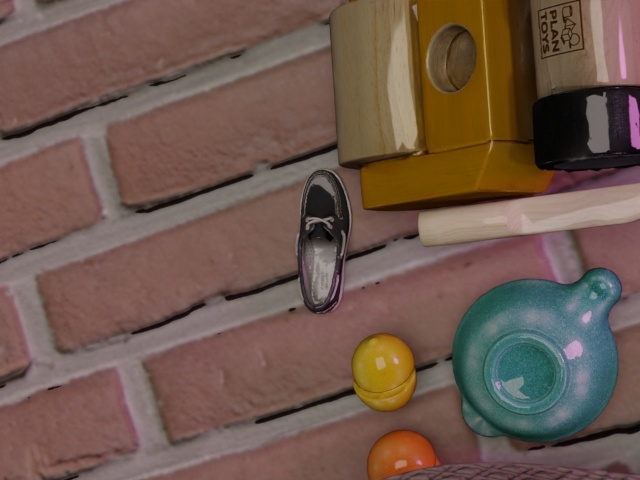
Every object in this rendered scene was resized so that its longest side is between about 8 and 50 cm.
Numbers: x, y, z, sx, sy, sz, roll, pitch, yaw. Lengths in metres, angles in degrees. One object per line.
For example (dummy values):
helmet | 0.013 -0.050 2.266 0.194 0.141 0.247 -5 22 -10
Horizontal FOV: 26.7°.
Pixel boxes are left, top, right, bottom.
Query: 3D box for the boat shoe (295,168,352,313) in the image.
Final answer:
boat shoe | 0.000 0.000 1.148 0.046 0.038 0.125 4 88 11

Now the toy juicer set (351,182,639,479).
toy juicer set | 0.136 0.088 1.093 0.209 0.089 0.329 14 101 15

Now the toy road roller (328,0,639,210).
toy road roller | 0.186 -0.137 1.067 0.329 0.240 0.203 -7 84 48

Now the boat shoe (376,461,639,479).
boat shoe | 0.228 0.253 0.966 0.500 0.187 0.156 4 98 -14
